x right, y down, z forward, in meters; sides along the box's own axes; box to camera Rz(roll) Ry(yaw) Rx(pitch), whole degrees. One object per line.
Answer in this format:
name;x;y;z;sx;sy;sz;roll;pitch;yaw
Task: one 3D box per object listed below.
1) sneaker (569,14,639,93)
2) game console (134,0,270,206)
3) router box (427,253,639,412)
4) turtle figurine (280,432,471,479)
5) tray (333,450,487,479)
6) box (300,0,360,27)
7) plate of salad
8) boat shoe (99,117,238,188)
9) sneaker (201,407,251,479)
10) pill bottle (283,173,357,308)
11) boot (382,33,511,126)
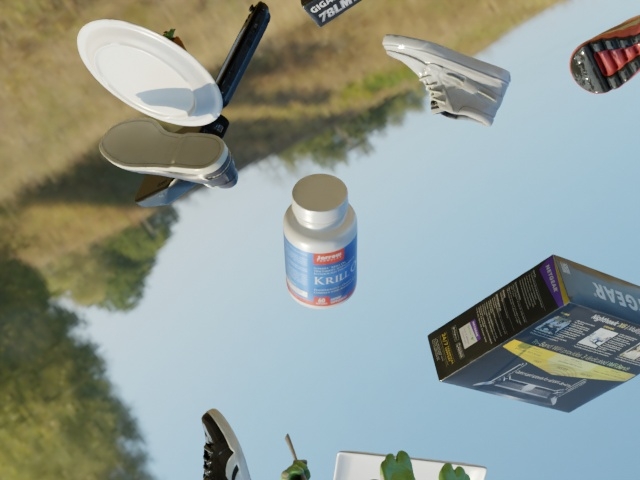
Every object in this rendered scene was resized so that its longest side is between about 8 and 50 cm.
sneaker;0.561;-0.345;1.998;0.314;0.116;0.136;-14;-159;36
game console;-0.178;-0.217;1.942;0.213;0.044;0.361;-15;-134;63
router box;0.347;0.143;1.764;0.243;0.309;0.081;-37;-129;34
turtle figurine;0.061;0.320;1.583;0.266;0.198;0.274;-37;-169;45
tray;0.158;0.436;2.231;0.270;0.145;0.030;6;-140;-1
box;0.083;-0.580;2.315;0.293;0.073;0.295;-30;-138;20
plate of salad;-0.209;-0.214;1.527;0.200;0.200;0.048;-20;-139;56
boat shoe;-0.188;-0.100;1.510;0.206;0.065;0.075;12;-116;35
sneaker;-0.172;0.382;1.912;0.121;0.216;0.079;-22;-177;-19
pill bottle;0.000;0.000;2.027;0.124;0.124;0.221;-40;147;-30
boot;0.228;-0.304;2.348;0.095;0.258;0.123;1;108;-88
